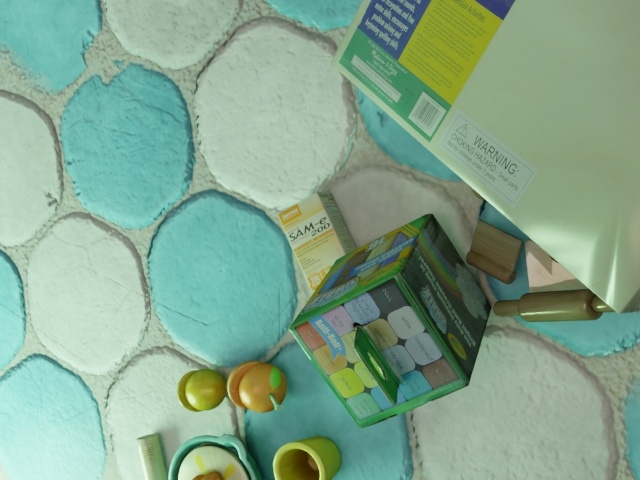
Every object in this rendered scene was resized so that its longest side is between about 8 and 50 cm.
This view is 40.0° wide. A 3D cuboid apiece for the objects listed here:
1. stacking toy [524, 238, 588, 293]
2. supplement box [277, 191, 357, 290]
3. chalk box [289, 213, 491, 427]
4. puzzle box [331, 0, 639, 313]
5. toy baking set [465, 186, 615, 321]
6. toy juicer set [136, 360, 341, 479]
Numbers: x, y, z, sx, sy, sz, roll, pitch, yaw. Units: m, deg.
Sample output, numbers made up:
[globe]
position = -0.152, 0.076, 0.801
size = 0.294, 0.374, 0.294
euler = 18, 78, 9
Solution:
[stacking toy]
position = 0.277, -0.059, 0.811
size = 0.280, 0.130, 0.308
euler = -17, 86, 28
[supplement box]
position = 0.000, 0.000, 1.016
size = 0.062, 0.036, 0.098
euler = -30, 80, 26
[chalk box]
position = 0.069, 0.087, 0.872
size = 0.132, 0.213, 0.132
euler = -28, 100, 28
[puzzle box]
position = 0.198, -0.170, 0.767
size = 0.409, 0.052, 0.272
euler = 48, 121, 34
[toy baking set]
position = 0.223, -0.016, 0.826
size = 0.256, 0.030, 0.196
euler = -3, 101, 53
[toy juicer set]
position = -0.147, 0.274, 1.090
size = 0.329, 0.089, 0.209
euler = -36, 78, 26
